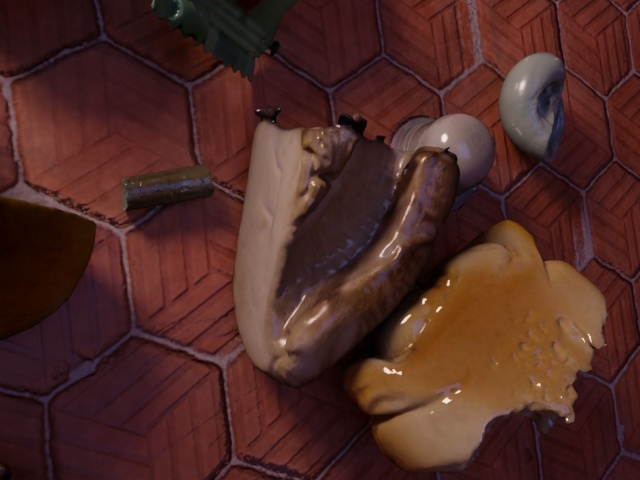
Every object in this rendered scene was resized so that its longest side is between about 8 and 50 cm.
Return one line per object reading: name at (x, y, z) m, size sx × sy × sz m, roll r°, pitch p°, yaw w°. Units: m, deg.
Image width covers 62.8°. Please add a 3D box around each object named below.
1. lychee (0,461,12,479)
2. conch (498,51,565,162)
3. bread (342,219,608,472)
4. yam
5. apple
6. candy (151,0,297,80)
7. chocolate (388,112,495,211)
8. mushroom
lychee at (-0.419, 0.362, 0.545) m, size 0.236 × 0.236 × 0.271 m, roll 43°, pitch 32°, yaw -16°
conch at (0.443, -0.268, 1.078) m, size 0.185 × 0.121 × 0.221 m, roll 5°, pitch 89°, yaw -28°
bread at (0.239, 0.162, 0.825) m, size 0.424 × 0.329 × 0.245 m, roll -38°, pitch 101°, yaw -17°
yam at (-0.229, -0.079, 0.782) m, size 0.132 × 0.054 × 0.054 m, roll -14°, pitch 91°, yaw -25°
apple at (-0.441, 0.019, 0.585) m, size 0.346 × 0.179 × 0.254 m, roll 7°, pitch 120°, yaw -36°
candy at (-0.103, -0.457, 0.766) m, size 0.263 × 0.172 × 0.397 m, roll 18°, pitch 94°, yaw -56°
chocolate at (0.246, -0.153, 0.961) m, size 0.221 × 0.147 × 0.221 m, roll 4°, pitch 82°, yaw -29°
mushroom at (0.031, 0.022, 0.825) m, size 0.314 × 0.224 × 0.397 m, roll 10°, pitch 91°, yaw -34°
